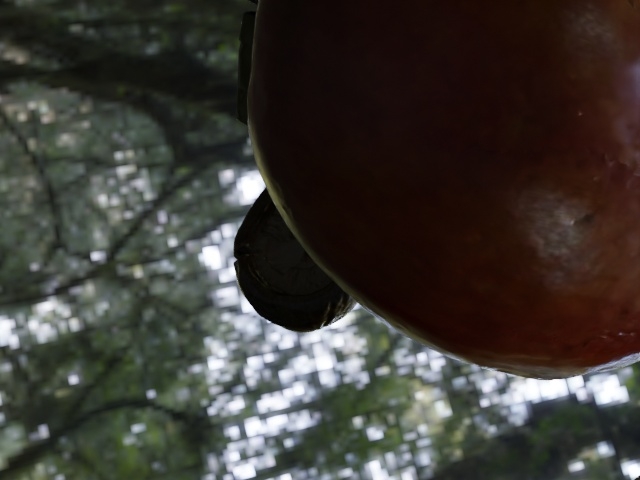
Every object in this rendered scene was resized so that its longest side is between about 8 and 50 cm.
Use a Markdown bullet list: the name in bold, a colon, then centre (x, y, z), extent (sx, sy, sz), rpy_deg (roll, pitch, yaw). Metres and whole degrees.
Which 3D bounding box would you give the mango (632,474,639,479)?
- **mango**: centre (0.231, 0.245, 0.982), extent (0.146, 0.193, 0.316), rpy_deg (40, -25, 51)

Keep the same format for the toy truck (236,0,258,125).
- **toy truck**: centre (0.073, -0.117, 1.115), extent (0.127, 0.257, 0.127), rpy_deg (31, -63, 47)

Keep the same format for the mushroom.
- **mushroom**: centre (0.000, 0.000, 1.151), extent (0.123, 0.052, 0.123), rpy_deg (-20, -124, 33)

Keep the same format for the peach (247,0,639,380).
- **peach**: centre (0.102, -0.071, 0.884), extent (0.238, 0.281, 0.281), rpy_deg (42, 29, -76)
